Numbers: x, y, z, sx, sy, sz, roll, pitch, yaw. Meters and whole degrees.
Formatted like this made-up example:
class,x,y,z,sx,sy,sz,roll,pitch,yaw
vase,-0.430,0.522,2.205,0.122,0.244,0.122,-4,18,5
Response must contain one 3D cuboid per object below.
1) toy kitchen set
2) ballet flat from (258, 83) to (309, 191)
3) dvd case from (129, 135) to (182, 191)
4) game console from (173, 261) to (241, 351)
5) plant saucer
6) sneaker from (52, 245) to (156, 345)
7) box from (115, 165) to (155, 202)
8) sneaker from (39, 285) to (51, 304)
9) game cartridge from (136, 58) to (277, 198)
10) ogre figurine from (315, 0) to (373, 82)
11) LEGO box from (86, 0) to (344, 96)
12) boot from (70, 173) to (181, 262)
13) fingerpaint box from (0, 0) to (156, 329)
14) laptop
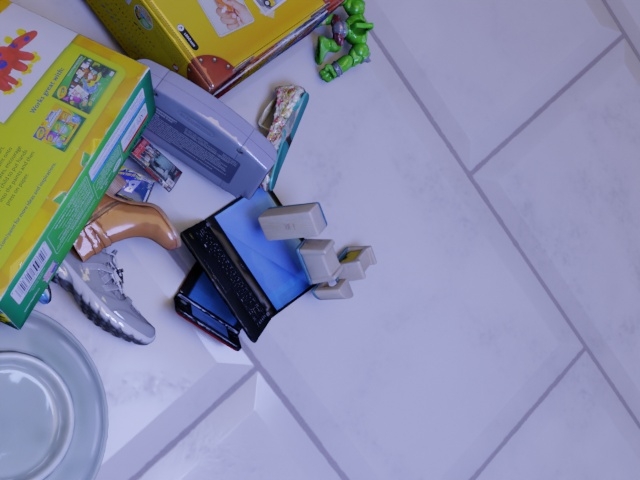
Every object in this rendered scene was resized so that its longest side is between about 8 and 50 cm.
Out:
class,x,y,z,sx,sy,sz,roll,pitch,yaw
toy kitchen set,0.000,0.000,1.668,0.166,0.122,0.207,-49,126,-48
ballet flat,-0.093,-0.207,1.697,0.077,0.091,0.241,17,67,8
dvd case,-0.311,-0.147,1.573,0.119,0.013,0.087,41,22,-15
game console,-0.190,0.120,1.584,0.144,0.124,0.085,35,95,-17
plant saucer,-0.503,0.286,1.335,0.400,0.100,0.401,12,70,-37
sneaker,-0.379,0.067,1.484,0.281,0.105,0.115,48,65,-12
box,-0.389,-0.114,1.534,0.169,0.059,0.054,25,71,-21
sneaker,-0.531,0.064,1.446,0.162,0.063,0.073,35,86,-14
game cartridge,-0.221,-0.196,1.524,0.297,0.198,0.062,34,60,-6
ogre figurine,0.044,-0.435,1.784,0.118,0.097,0.197,-7,73,-16
LEGO box,-0.250,-0.537,1.572,0.372,0.193,0.500,-41,99,-28
boot,-0.351,-0.014,1.458,0.197,0.073,0.152,40,59,0
fingerpaint box,-0.533,-0.143,1.348,0.371,0.163,0.445,25,70,3
laptop,-0.115,0.031,1.596,0.136,0.264,0.234,-33,94,10
